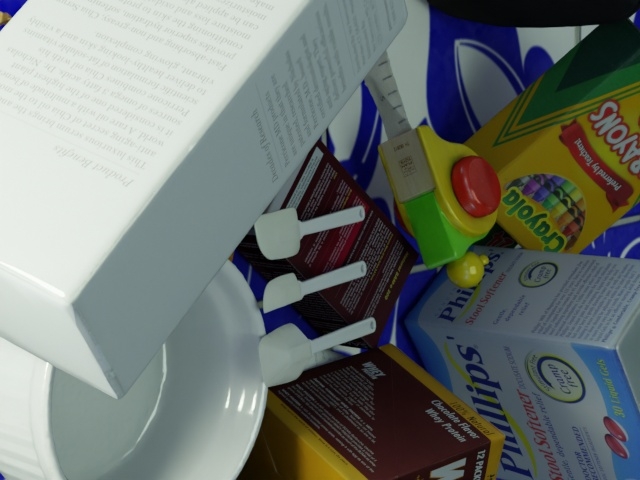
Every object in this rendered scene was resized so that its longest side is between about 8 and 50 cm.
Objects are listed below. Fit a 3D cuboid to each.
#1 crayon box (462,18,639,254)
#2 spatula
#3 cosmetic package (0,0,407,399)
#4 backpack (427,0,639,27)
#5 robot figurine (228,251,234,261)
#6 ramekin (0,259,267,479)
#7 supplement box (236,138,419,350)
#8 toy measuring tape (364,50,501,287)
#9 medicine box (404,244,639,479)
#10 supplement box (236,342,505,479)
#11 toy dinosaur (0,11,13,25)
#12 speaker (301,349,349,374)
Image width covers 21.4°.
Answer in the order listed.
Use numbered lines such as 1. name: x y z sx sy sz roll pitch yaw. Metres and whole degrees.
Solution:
1. crayon box: 0.291 -0.094 1.995 0.318 0.081 0.202 -42 134 10
2. spatula: -0.005 0.047 1.696 0.242 0.019 0.168 -14 98 -63
3. cosmetic package: -0.142 -0.118 1.440 0.453 0.230 0.161 -53 152 -24
4. backpack: 0.295 -0.414 1.961 0.273 0.290 0.356 38 60 -54
5. robot figurine: -0.106 -0.119 1.660 0.211 0.085 0.291 35 68 -46
6. ramekin: -0.189 0.128 1.566 0.277 0.135 0.277 -7 100 -48
7. supplement box: 0.000 0.000 1.808 0.239 0.073 0.130 48 59 -40
8. toy measuring tape: 0.121 -0.107 1.875 0.121 0.121 0.330 -14 83 -47
9. medicine box: 0.285 0.157 1.988 0.149 0.289 0.263 -50 129 -34
10. supplement box: 0.050 0.229 1.759 0.194 0.191 0.129 -16 128 -35
11. toy dinosaur: -0.264 -0.153 1.514 0.211 0.064 0.112 -50 148 -29
12. speaker: -0.004 0.142 1.838 0.136 0.055 0.055 22 79 -48
